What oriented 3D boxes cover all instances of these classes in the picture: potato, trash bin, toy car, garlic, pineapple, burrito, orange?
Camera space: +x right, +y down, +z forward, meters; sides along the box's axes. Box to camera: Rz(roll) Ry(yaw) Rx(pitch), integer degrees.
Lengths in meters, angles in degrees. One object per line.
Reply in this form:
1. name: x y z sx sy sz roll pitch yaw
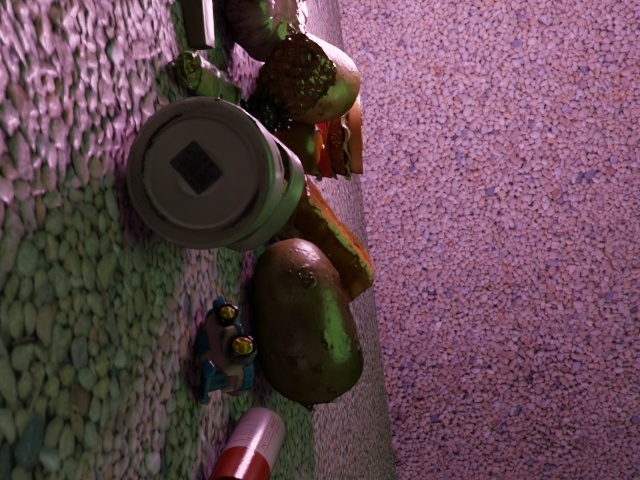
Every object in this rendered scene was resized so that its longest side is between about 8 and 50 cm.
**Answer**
1. potato: -0.039 0.177 1.460 0.270 0.219 0.359 -86 162 -80
2. trash bin: -0.226 -0.404 1.261 0.061 0.043 0.092 -40 126 -77
3. toy car: -0.175 0.180 1.133 0.161 0.098 0.126 59 -33 31
4. garlic: -0.131 -0.517 1.523 0.245 0.161 0.244 2 88 -50
5. pineapple: -0.094 -0.300 1.454 0.278 0.158 0.158 -51 160 -5
6. burrito: -0.206 -0.275 1.265 0.288 0.054 0.104 14 72 -80
7. orange: -0.061 -0.242 1.765 0.156 0.134 0.156 18 90 -77
8. potato: -0.011 -0.396 1.698 0.285 0.243 0.242 -138 -145 -65

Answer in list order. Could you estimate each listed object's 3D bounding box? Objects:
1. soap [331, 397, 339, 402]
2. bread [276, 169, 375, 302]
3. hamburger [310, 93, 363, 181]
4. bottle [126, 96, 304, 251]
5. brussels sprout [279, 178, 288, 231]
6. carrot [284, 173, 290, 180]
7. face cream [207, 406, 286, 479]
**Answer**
1. soap: -0.013 0.288 1.816 0.172 0.095 0.289 -83 163 -46
2. bread: -0.005 0.002 1.706 0.344 0.149 0.195 51 11 -26
3. hamburger: 0.017 -0.307 1.984 0.274 0.212 0.274 -2 90 -86
4. bottle: -0.147 -0.094 1.079 0.352 0.229 0.229 -44 127 -86
5. brussels sprout: -0.116 -0.085 1.444 0.155 0.118 0.155 -3 90 -88
6. carrot: -0.080 -0.162 1.848 0.055 0.055 0.161 44 48 -73
7. face cream: -0.128 0.386 1.182 0.214 0.096 0.095 -60 142 -71
